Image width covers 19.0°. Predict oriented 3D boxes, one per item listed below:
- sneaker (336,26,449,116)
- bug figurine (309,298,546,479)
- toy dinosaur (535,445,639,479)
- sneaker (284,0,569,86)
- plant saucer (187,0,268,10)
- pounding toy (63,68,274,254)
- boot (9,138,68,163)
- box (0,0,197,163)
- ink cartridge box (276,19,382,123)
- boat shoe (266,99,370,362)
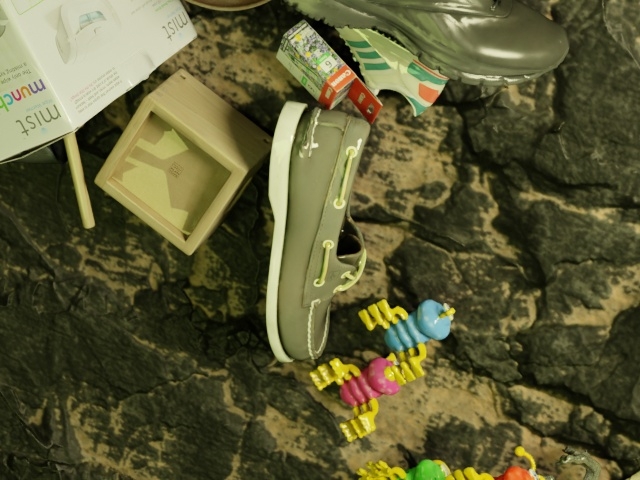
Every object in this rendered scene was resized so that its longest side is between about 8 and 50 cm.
[{"bbox_3d":[0.048,-0.179,1.848,0.161,0.057,0.075,32,120,4],"label":"sneaker"},{"bbox_3d":[0.110,0.187,1.977,0.216,0.072,0.279,-24,94,46],"label":"bug figurine"},{"bbox_3d":[0.274,0.271,1.979,0.118,0.064,0.268,42,120,-4],"label":"toy dinosaur"},{"bbox_3d":[0.101,-0.233,1.730,0.286,0.109,0.130,19,122,-11],"label":"sneaker"},{"bbox_3d":[-0.094,-0.322,1.847,0.198,0.036,0.198,8,117,16],"label":"plant saucer"},{"bbox_3d":[-0.180,-0.088,1.975,0.206,0.094,0.181,38,124,3],"label":"pounding toy"},{"bbox_3d":[-0.477,-0.109,2.074,0.445,0.146,0.367,-6,143,9],"label":"boot"},{"bbox_3d":[-0.265,-0.234,1.839,0.127,0.262,0.231,-18,107,31],"label":"box"},{"bbox_3d":[0.008,-0.156,1.868,0.115,0.029,0.063,48,164,5],"label":"ink cartridge box"},{"bbox_3d":[-0.001,0.003,1.931,0.091,0.109,0.305,8,125,9],"label":"boat shoe"}]
